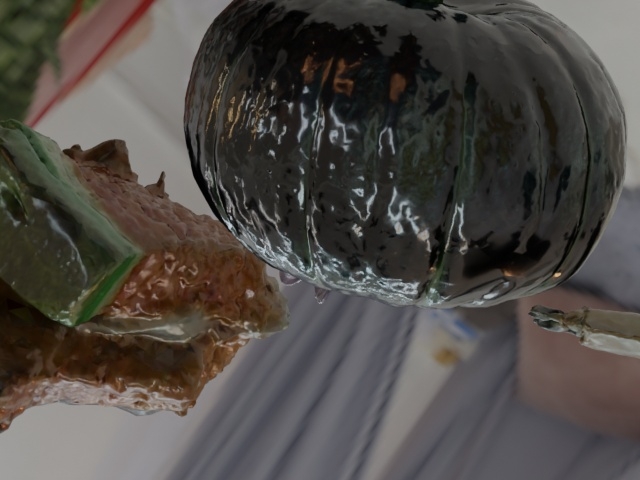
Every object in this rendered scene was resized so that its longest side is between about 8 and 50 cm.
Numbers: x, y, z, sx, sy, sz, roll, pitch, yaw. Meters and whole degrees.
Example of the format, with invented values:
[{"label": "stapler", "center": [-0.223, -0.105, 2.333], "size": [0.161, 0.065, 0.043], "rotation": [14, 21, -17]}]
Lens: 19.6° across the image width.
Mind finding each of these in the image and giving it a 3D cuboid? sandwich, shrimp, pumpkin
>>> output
[{"label": "sandwich", "center": [-0.164, 0.028, 1.295], "size": [0.301, 0.250, 0.162], "rotation": [5, 159, -18]}, {"label": "shrimp", "center": [0.291, 0.095, 1.173], "size": [0.287, 0.068, 0.185], "rotation": [14, 172, -35]}, {"label": "pumpkin", "center": [0.050, -0.090, 1.014], "size": [0.248, 0.248, 0.248], "rotation": [33, 162, 12]}]

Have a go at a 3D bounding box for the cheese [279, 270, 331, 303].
[{"label": "cheese", "center": [0.000, 0.000, 1.662], "size": [0.042, 0.105, 0.191], "rotation": [31, -178, -16]}]
